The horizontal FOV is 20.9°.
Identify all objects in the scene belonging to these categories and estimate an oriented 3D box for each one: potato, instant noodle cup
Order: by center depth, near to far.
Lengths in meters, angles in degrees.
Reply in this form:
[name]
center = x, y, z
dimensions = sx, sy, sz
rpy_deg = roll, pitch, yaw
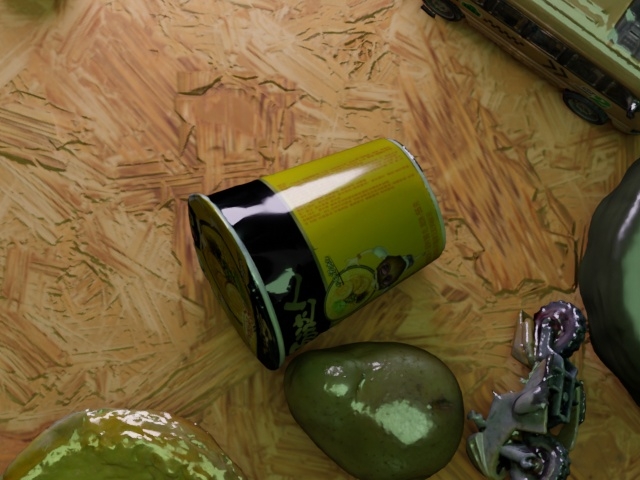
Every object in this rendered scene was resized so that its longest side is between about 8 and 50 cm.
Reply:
[potato]
center = 0.053, 0.181, 1.875
dimensions = 0.194, 0.157, 0.157
rpy_deg = 21, 81, -13
[instant noodle cup]
center = 0.000, 0.000, 1.886
dimensions = 0.236, 0.215, 0.216
rpy_deg = -26, 85, -16

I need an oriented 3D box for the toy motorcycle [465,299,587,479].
[toy motorcycle]
center = 0.225, 0.175, 1.913
dimensions = 0.094, 0.129, 0.229
rpy_deg = 31, 59, -39

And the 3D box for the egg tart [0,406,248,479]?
[egg tart]
center = -0.213, 0.329, 1.855
dimensions = 0.315, 0.120, 0.315
rpy_deg = 0, 81, -2

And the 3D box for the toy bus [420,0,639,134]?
[toy bus]
center = 0.265, -0.283, 1.930
dimensions = 0.365, 0.202, 0.177
rpy_deg = 35, 80, 1

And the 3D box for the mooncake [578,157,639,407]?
[mooncake]
center = 0.464, 0.046, 1.906
dimensions = 0.356, 0.194, 0.356
rpy_deg = 0, 84, -1
